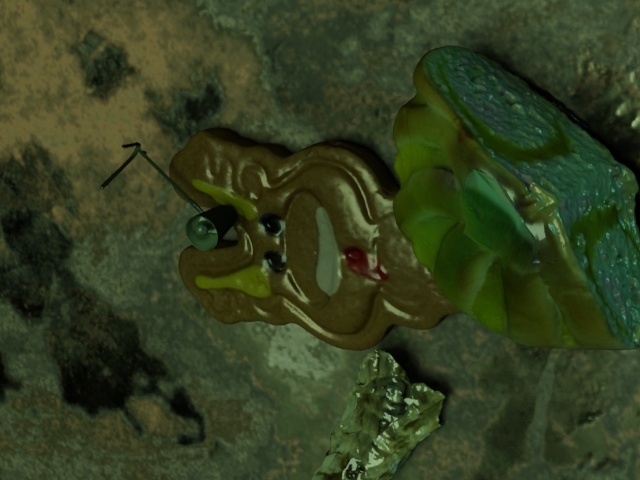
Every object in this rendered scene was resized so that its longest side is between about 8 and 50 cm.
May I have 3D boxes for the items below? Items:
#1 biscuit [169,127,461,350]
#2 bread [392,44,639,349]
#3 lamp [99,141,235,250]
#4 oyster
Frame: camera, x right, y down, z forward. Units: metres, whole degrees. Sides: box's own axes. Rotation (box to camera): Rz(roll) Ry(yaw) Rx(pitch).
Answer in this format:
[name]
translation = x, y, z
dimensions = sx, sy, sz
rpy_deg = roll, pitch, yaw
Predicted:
[biscuit]
translation = -0.002, 0.001, 1.626
dimensions = 0.295, 0.044, 0.186
rpy_deg = 5, 112, 32
[bread]
translation = 0.141, -0.007, 1.454
dimensions = 0.261, 0.158, 0.156
rpy_deg = 41, 122, 14
[lamp]
translation = -0.122, -0.039, 1.645
dimensions = 0.121, 0.054, 0.041
rpy_deg = 34, 125, 14
[oyster]
translation = 0.039, 0.179, 1.654
dimensions = 0.106, 0.061, 0.199
rpy_deg = 24, 119, 22
